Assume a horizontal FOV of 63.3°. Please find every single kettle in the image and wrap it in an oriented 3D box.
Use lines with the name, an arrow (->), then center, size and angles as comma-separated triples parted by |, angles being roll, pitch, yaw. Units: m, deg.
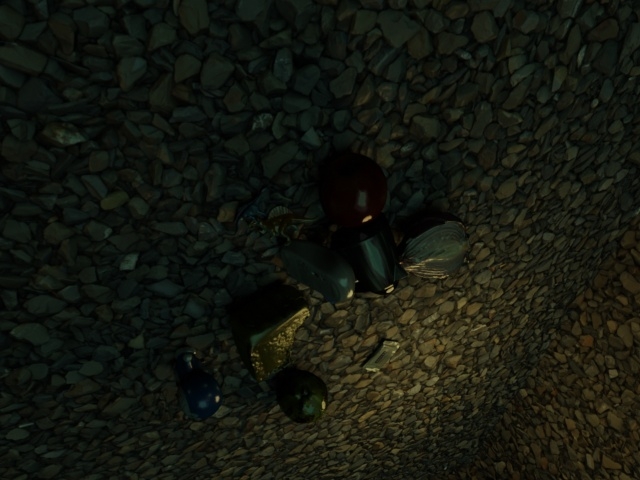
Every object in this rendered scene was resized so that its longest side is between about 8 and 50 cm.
kettle -> 0.162, 0.074, 1.789 | 0.250, 0.207, 0.271 | -26, 101, 7

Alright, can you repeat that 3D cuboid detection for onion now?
onion -> 0.389, 0.019, 1.993 | 0.348, 0.159, 0.267 | -12, 120, -13

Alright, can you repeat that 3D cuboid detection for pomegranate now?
pomegranate -> -0.097, 0.683, 2.218 | 0.203, 0.222, 0.276 | -4, 148, -50

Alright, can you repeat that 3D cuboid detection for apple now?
apple -> 0.101, -0.156, 1.625 | 0.218, 0.218, 0.201 | -27, 138, -9

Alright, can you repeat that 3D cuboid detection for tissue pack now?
tissue pack -> 0.289, 0.547, 2.461 | 0.122, 0.026, 0.193 | 19, 114, -40

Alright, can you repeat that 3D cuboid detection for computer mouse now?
computer mouse -> 0.002, 0.085, 1.740 | 0.121, 0.296, 0.184 | -44, 141, -24

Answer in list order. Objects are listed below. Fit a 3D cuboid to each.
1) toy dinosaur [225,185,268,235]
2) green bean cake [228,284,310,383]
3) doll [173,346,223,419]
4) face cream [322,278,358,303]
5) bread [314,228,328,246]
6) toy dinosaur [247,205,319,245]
toy dinosaur -> -0.217, -0.085, 1.606 | 0.080, 0.045, 0.197 | 39, 91, -20
green bean cake -> -0.181, 0.321, 1.885 | 0.285, 0.202, 0.310 | -27, 137, -26
doll -> -0.449, 0.502, 1.819 | 0.161, 0.257, 0.215 | -22, 139, -23
face cream -> 0.115, 0.123, 1.960 | 0.264, 0.083, 0.149 | -42, 126, 5
bread -> 0.000, 0.000, 1.823 | 0.046, 0.036, 0.083 | -5, 126, -24
toy dinosaur -> -0.123, -0.066, 1.694 | 0.212, 0.057, 0.142 | -40, 118, -12
